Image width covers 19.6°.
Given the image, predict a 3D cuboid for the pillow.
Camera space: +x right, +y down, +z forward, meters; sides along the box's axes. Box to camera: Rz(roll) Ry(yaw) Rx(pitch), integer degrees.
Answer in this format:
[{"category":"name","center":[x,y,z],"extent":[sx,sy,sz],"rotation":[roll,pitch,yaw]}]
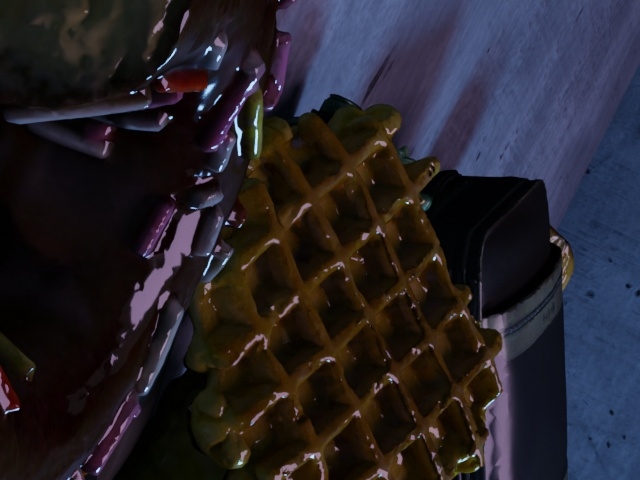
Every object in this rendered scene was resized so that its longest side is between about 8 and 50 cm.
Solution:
[{"category":"pillow","center":[-0.117,0.073,1.216],"extent":[0.131,0.038,0.233],"rotation":[-65,174,-47]}]

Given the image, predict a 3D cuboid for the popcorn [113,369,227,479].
[{"category":"popcorn","center":[-0.037,0.215,1.330],"extent":[0.206,0.251,0.237],"rotation":[-53,-178,-9]}]

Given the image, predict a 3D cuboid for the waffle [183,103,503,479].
[{"category":"waffle","center":[0.022,0.059,1.228],"extent":[0.281,0.058,0.301],"rotation":[-7,90,-46]}]

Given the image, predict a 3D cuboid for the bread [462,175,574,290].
[{"category":"bread","center":[0.181,0.014,2.015],"extent":[0.104,0.199,0.199],"rotation":[-60,168,-7]}]

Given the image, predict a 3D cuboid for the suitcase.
[{"category":"suitcase","center":[0.119,0.150,1.708],"extent":[0.283,0.194,0.434],"rotation":[-37,126,-64]}]

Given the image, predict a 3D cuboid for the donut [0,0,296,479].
[{"category":"donut","center":[-0.125,-0.007,0.804],"extent":[0.345,0.136,0.259],"rotation":[-61,165,-4]}]

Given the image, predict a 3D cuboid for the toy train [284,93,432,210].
[{"category":"toy train","center":[0.000,0.000,1.340],"extent":[0.200,0.132,0.083],"rotation":[-64,167,3]}]
